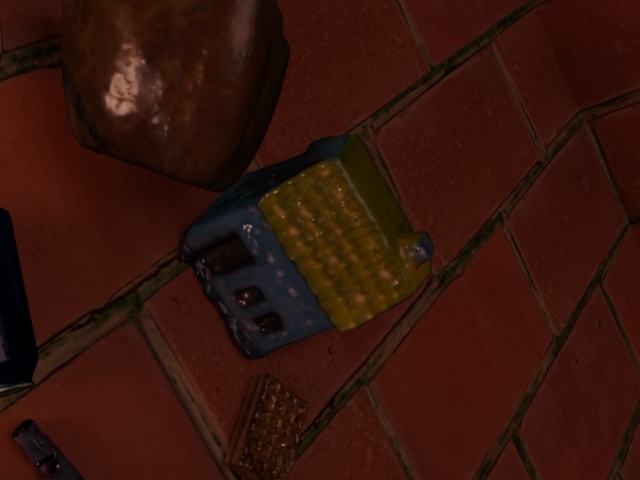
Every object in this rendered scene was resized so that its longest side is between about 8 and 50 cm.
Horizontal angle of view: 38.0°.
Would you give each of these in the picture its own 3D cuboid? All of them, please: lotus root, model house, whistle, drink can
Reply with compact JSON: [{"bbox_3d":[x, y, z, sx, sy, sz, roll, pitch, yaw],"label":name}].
[{"bbox_3d":[-0.202,-0.196,1.210,0.316,0.316,0.250,17,81,-46],"label":"lotus root"},{"bbox_3d":[0.000,0.000,1.319,0.237,0.303,0.215,59,33,-15],"label":"model house"},{"bbox_3d":[-0.288,0.275,1.060,0.176,0.033,0.033,56,41,-18],"label":"whistle"},{"bbox_3d":[-0.368,0.066,0.979,0.118,0.118,0.205,-6,79,-51],"label":"drink can"}]

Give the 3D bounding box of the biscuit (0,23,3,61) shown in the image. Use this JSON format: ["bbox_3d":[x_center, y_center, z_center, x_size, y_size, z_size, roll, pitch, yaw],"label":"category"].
[{"bbox_3d":[-0.406,-0.262,1.085,0.118,0.023,0.140,-77,163,-62],"label":"biscuit"}]

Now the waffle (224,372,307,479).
[{"bbox_3d":[-0.074,0.272,1.312,0.102,0.042,0.148,45,45,-32],"label":"waffle"}]
